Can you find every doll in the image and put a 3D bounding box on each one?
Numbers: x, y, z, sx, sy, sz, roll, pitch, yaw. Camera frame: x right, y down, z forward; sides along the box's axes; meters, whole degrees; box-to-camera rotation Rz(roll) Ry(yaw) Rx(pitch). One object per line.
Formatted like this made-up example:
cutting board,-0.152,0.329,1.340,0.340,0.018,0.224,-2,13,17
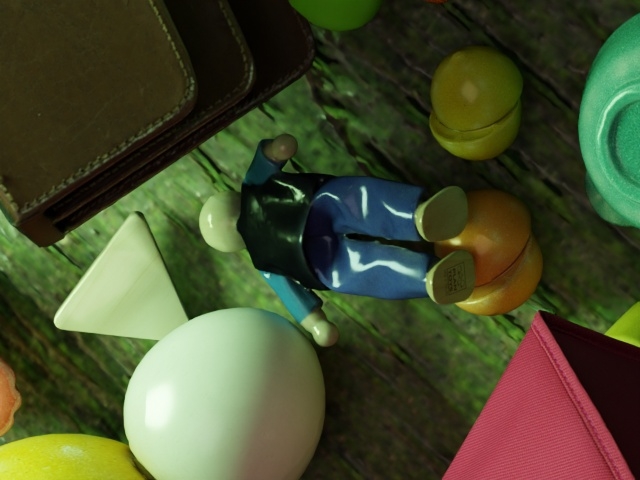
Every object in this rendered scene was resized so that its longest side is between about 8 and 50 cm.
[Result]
doll,0.000,0.000,1.114,0.189,0.046,0.129,9,116,41

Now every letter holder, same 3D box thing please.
letter holder,-0.154,-0.182,1.066,0.214,0.152,0.302,-34,87,-5

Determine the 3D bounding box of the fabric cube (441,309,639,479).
fabric cube,0.181,0.234,0.961,0.259,0.254,0.258,20,114,-20

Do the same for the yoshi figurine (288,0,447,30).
yoshi figurine,-0.001,-0.238,0.945,0.203,0.203,0.362,62,158,21

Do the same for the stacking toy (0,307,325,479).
stacking toy,-0.166,0.237,1.157,0.350,0.350,0.480,40,98,9

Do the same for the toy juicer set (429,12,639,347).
toy juicer set,0.166,-0.077,1.044,0.209,0.089,0.329,31,120,26

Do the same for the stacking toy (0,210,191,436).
stacking toy,-0.232,-0.033,1.225,0.279,0.130,0.309,-13,101,-2
